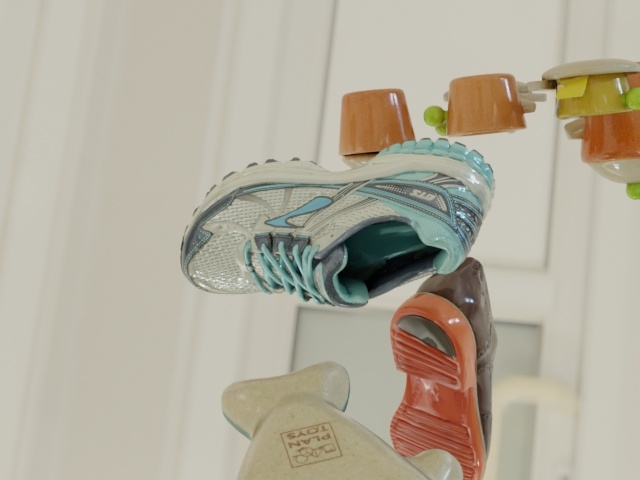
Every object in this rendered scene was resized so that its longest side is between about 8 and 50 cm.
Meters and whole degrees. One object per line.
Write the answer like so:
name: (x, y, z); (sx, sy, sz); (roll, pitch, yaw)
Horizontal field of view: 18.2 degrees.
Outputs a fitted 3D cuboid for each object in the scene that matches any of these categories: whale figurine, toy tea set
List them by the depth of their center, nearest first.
whale figurine: (0.002, 0.210, 1.490); (0.216, 0.272, 0.141); (-14, 130, -8)
toy tea set: (0.178, -0.089, 1.834); (0.336, 0.124, 0.200); (-5, -179, 37)

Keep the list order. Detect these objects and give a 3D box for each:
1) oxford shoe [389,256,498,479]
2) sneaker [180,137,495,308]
oxford shoe: (0.124, 0.132, 1.782); (0.097, 0.098, 0.271); (23, 140, 23)
sneaker: (0.000, 0.000, 1.623); (0.283, 0.122, 0.110); (-16, 127, 27)
